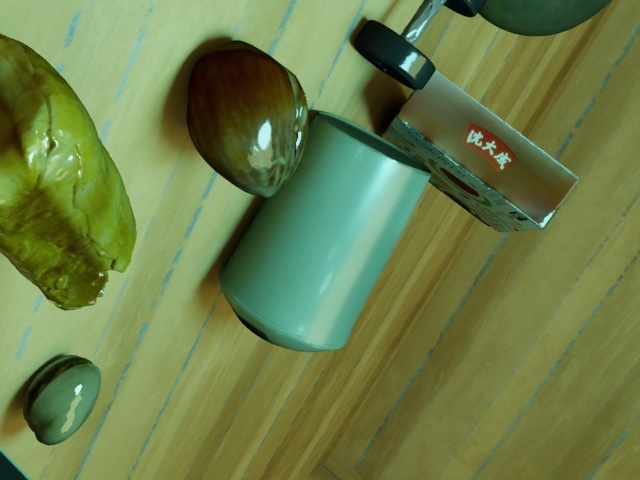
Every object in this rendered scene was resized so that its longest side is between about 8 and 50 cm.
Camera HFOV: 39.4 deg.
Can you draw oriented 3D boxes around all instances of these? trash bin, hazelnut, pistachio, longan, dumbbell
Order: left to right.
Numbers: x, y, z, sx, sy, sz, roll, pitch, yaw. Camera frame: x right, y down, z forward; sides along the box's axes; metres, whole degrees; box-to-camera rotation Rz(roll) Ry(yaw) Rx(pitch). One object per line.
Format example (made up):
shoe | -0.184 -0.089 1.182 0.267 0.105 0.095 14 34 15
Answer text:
pistachio | -0.407 0.251 1.413 0.149 0.113 0.113 -50 162 -4
hazelnut | -0.095 -0.171 1.273 0.181 0.181 0.212 -56 161 14
trash bin | 0.000 0.000 1.689 0.432 0.280 0.280 -61 161 13
dumbbell | 0.178 -0.391 1.580 0.218 0.152 0.152 -54 162 5
longan | 0.459 -0.549 1.810 0.350 0.288 0.288 -31 154 -25

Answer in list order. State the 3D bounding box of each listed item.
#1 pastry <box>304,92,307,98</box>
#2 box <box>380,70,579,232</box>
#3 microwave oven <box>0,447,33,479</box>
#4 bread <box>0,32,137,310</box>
pastry | -0.088 -0.194 1.426 0.140 0.080 0.056 -52 136 -24
box | 0.301 -0.167 1.820 0.122 0.344 0.385 -53 -179 -1
microwave oven | -0.478 0.453 1.152 0.333 0.394 0.247 -59 160 20
bread | -0.297 -0.068 0.966 0.148 0.195 0.344 -28 157 -9
